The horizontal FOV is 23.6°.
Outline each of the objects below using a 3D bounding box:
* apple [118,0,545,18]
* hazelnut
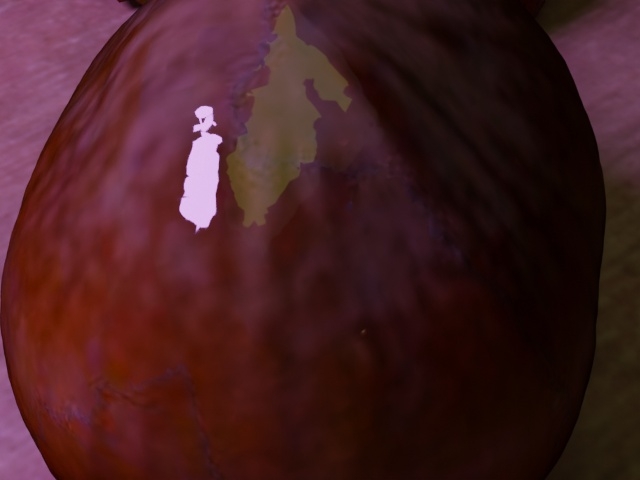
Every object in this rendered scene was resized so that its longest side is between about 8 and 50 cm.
[{"bbox_3d":[0.001,-0.269,1.269,0.365,0.295,0.329,-30,18,-26],"label":"apple"},{"bbox_3d":[0.000,0.000,0.903,0.359,0.359,0.409,8,58,5],"label":"hazelnut"}]
